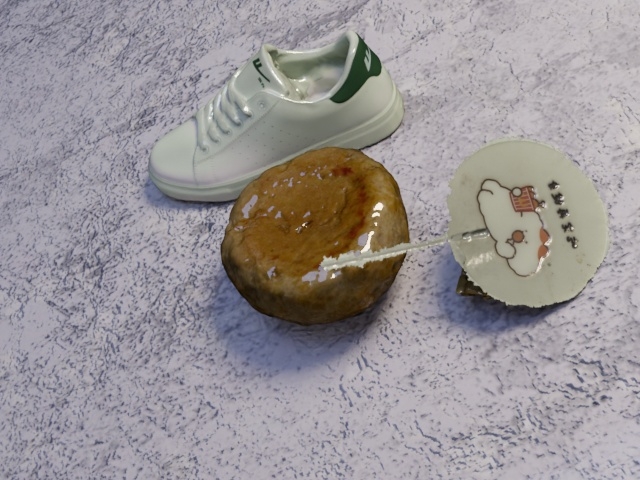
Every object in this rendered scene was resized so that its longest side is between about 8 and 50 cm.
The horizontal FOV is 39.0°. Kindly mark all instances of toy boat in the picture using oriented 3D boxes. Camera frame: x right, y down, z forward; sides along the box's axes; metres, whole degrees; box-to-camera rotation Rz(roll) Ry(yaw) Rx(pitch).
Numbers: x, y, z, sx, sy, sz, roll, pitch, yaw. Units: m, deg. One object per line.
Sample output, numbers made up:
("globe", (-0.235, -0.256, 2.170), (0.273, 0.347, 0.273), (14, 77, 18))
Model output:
("toy boat", (0.197, -0.024, 1.008), (0.065, 0.072, 0.206), (6, 61, 29))

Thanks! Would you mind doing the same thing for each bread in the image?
("bread", (0.000, 0.000, 1.049), (0.230, 0.123, 0.229), (-15, 49, 18))

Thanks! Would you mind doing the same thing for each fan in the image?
("fan", (0.155, -0.006, 0.955), (0.329, 0.009, 0.190), (-14, 80, -14))

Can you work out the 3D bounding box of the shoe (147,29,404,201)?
("shoe", (-0.083, -0.166, 1.170), (0.363, 0.160, 0.131), (-16, 52, 13))
